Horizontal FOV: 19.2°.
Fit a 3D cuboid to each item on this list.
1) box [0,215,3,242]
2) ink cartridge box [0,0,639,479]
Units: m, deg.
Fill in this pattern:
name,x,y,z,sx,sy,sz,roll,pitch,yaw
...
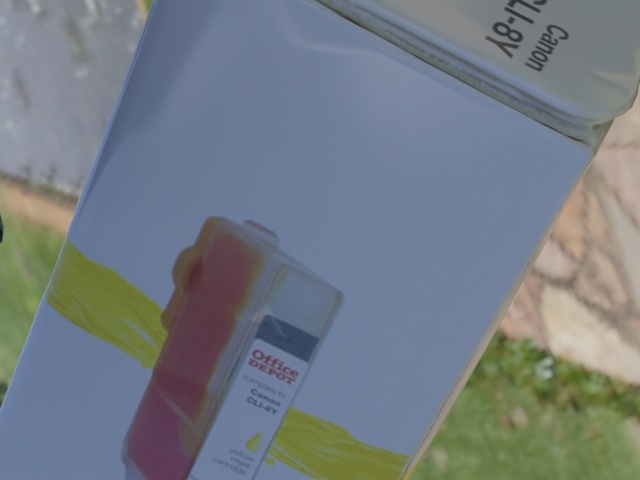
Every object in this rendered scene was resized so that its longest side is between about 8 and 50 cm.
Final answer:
name,x,y,z,sx,sy,sz,roll,pitch,yaw
box,-0.409,-0.176,0.600,0.297,0.471,0.480,-5,-96,-63
ink cartridge box,0.000,0.000,0.800,0.160,0.279,0.385,29,127,3
